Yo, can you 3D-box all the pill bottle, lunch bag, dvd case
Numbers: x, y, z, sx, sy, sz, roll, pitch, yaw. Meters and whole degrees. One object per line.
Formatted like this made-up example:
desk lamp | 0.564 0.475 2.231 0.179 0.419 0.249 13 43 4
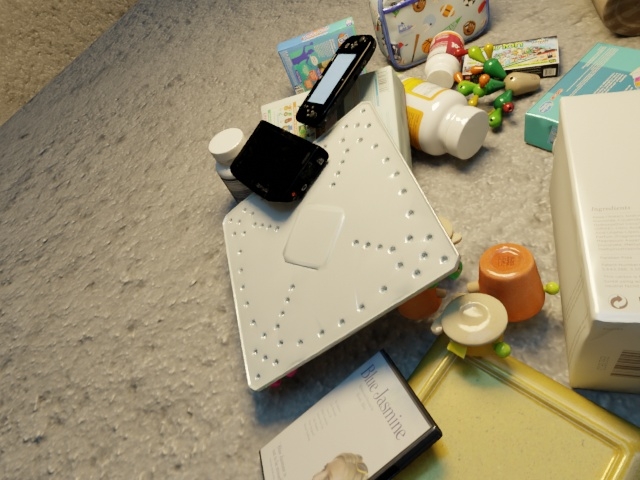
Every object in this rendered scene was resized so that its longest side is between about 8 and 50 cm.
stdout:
pill bottle | 0.305 -0.439 1.114 0.085 0.086 0.152 2 55 24
lunch bag | 0.272 -0.598 1.150 0.303 0.243 0.115 -24 47 2
dvd case | 0.026 0.280 0.620 0.253 0.022 0.180 -40 23 1
pill bottle | -0.175 -0.160 1.025 0.107 0.180 0.108 -12 49 14
pill bottle | 0.229 -0.265 0.970 0.136 0.136 0.245 -42 49 -13

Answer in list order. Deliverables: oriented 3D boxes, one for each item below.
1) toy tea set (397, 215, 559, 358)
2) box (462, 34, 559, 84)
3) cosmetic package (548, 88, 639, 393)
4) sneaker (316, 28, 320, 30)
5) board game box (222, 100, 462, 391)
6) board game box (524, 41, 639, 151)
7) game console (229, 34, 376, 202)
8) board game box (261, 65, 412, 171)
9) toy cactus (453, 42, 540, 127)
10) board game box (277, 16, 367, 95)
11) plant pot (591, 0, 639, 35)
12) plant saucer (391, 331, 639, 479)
toy tea set | 0.194 0.073 0.735 0.200 0.124 0.336 -40 39 -18
box | 0.450 -0.426 1.075 0.206 0.036 0.114 0 53 23
cosmetic package | 0.422 -0.008 0.631 0.156 0.217 0.386 0 55 21
sneaker | -0.036 -0.648 1.458 0.069 0.038 0.098 7 56 26
board game box | 0.000 0.000 0.780 0.389 0.050 0.390 -36 48 20
board game box | 0.600 -0.230 0.825 0.253 0.079 0.336 -42 50 -14
game console | -0.027 -0.243 0.871 0.213 0.044 0.362 35 91 45
board game box | 0.028 -0.199 0.944 0.302 0.097 0.224 -7 80 25
toy cactus | 0.392 -0.352 0.993 0.180 0.112 0.219 -6 57 -4
board game box | 0.009 -0.489 1.229 0.210 0.160 0.047 -15 48 10
plant pot | 0.714 -0.621 0.974 0.322 0.323 0.281 1 70 23
plant saucer | 0.211 0.291 0.567 0.332 0.081 0.333 27 67 38
